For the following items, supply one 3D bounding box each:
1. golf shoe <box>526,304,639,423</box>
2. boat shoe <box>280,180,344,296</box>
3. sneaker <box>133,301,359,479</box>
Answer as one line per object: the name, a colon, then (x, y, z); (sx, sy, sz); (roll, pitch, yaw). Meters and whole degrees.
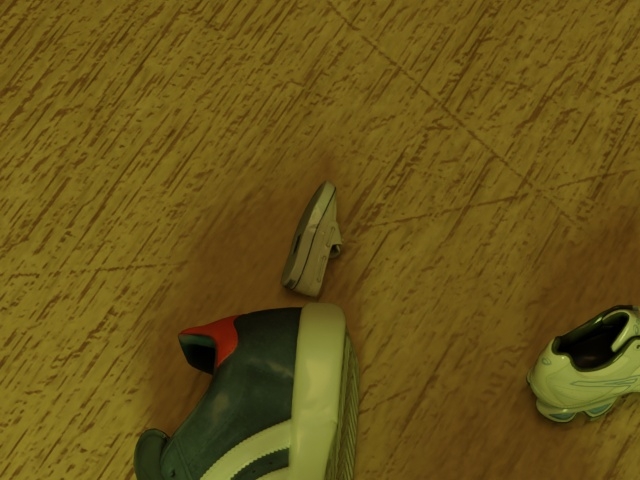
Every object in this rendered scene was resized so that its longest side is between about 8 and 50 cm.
golf shoe: (0.237, 0.076, 1.356); (0.176, 0.086, 0.069); (-21, 58, -13)
boat shoe: (0.000, 0.000, 1.443); (0.035, 0.035, 0.100); (27, 55, -14)
sneaker: (-0.059, 0.203, 1.273); (0.148, 0.131, 0.350); (-1, 52, 9)
